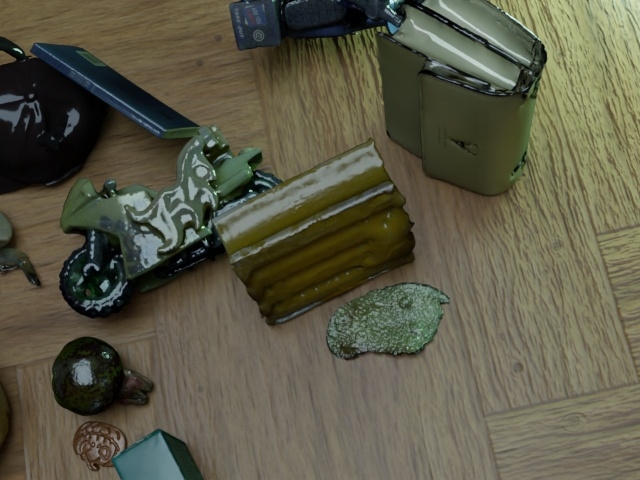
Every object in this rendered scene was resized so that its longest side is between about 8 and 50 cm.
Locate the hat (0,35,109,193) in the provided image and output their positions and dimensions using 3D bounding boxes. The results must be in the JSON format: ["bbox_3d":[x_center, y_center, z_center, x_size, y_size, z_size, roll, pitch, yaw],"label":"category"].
[{"bbox_3d":[-0.545,-0.217,1.784,0.336,0.209,0.238,-19,74,3],"label":"hat"}]

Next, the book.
[{"bbox_3d":[-0.346,-0.255,1.756,0.269,0.191,0.025,34,103,5],"label":"book"}]

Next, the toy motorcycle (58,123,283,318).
[{"bbox_3d":[-0.259,-0.040,1.713,0.410,0.169,0.237,-24,77,-7],"label":"toy motorcycle"}]

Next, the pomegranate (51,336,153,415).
[{"bbox_3d":[-0.362,0.234,1.661,0.163,0.138,0.125,44,70,-13],"label":"pomegranate"}]

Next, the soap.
[{"bbox_3d":[0.000,0.000,1.619,0.281,0.259,0.143,-27,59,-3],"label":"soap"}]

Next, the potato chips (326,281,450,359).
[{"bbox_3d":[0.114,0.136,1.676,0.209,0.026,0.142,-37,68,-7],"label":"potato chips"}]

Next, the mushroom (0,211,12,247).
[{"bbox_3d":[-0.711,-0.025,1.788,0.349,0.128,0.128,1,72,12],"label":"mushroom"}]

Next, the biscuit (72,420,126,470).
[{"bbox_3d":[-0.364,0.338,1.678,0.091,0.015,0.078,10,73,11],"label":"biscuit"}]

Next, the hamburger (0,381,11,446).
[{"bbox_3d":[-0.666,0.289,1.654,0.314,0.170,0.290,30,76,13],"label":"hamburger"}]

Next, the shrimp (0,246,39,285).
[{"bbox_3d":[-0.559,0.100,1.775,0.147,0.035,0.195,-4,69,4],"label":"shrimp"}]

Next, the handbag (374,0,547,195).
[{"bbox_3d":[0.222,-0.223,1.602,0.236,0.358,0.160,32,77,17],"label":"handbag"}]

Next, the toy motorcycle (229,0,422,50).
[{"bbox_3d":[0.044,-0.398,1.741,0.358,0.213,0.125,-4,114,19],"label":"toy motorcycle"}]

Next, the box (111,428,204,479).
[{"bbox_3d":[-0.209,0.422,1.558,0.092,0.153,0.245,-32,69,-3],"label":"box"}]
